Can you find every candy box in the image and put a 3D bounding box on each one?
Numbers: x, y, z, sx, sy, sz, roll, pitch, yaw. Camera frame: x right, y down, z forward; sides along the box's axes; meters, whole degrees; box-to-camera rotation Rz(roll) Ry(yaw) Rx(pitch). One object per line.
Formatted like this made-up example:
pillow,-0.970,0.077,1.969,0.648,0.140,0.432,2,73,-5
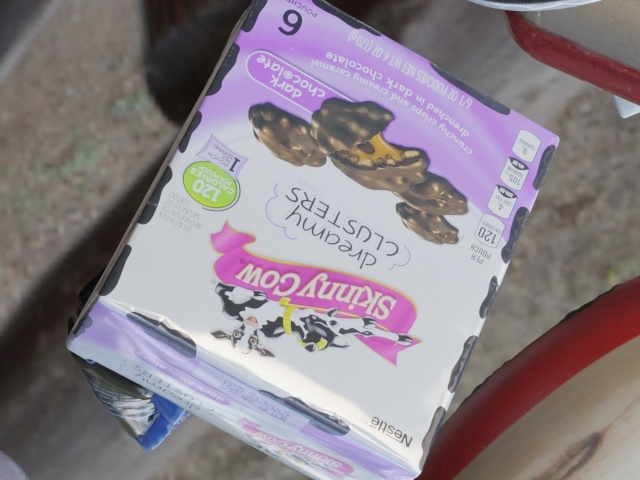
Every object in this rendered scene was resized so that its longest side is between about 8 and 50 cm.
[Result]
candy box,0.000,0.000,0.898,0.165,0.196,0.070,29,151,-7

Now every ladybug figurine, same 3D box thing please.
ladybug figurine,0.204,0.145,1.178,0.449,0.162,0.305,-39,136,19

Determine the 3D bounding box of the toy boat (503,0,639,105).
toy boat,0.211,-0.093,1.025,0.151,0.231,0.151,-40,144,-31

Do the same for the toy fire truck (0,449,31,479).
toy fire truck,-0.176,0.089,0.563,0.192,0.135,0.047,-28,174,13

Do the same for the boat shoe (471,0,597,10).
boat shoe,0.024,-0.086,0.450,0.038,0.125,0.046,19,93,-54

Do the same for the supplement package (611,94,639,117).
supplement package,0.224,-0.259,1.199,0.198,0.199,0.262,-20,135,13

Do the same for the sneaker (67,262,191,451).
sneaker,-0.102,0.064,1.128,0.081,0.090,0.232,-45,178,-15
